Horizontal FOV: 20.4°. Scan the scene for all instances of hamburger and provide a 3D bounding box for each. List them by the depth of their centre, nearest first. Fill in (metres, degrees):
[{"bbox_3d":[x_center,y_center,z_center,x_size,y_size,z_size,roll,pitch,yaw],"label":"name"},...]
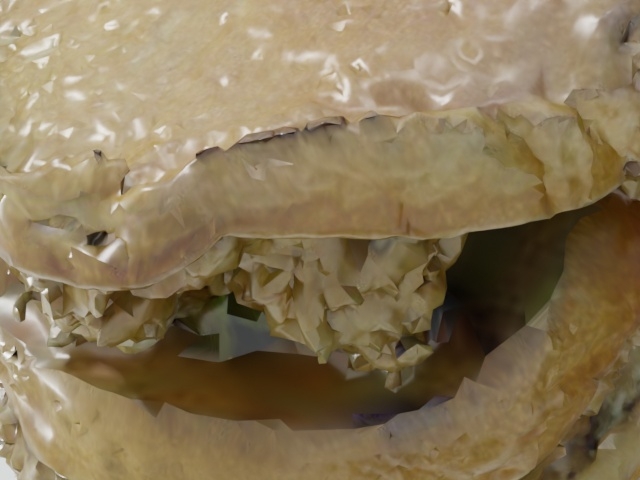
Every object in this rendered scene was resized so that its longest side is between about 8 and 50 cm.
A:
[{"bbox_3d":[-0.008,-0.008,0.551,0.245,0.260,0.211,18,145,27],"label":"hamburger"}]
